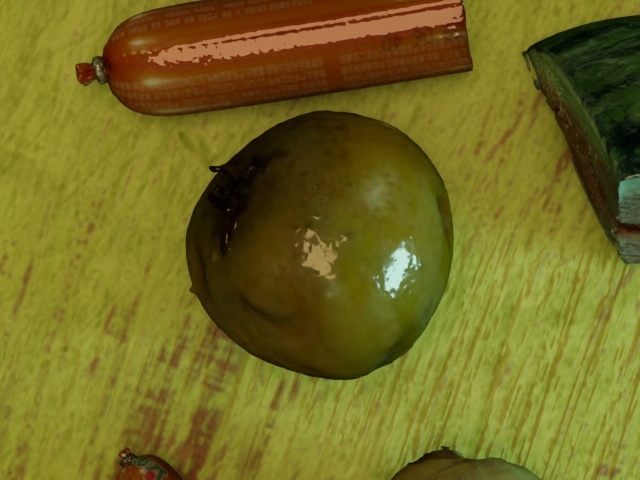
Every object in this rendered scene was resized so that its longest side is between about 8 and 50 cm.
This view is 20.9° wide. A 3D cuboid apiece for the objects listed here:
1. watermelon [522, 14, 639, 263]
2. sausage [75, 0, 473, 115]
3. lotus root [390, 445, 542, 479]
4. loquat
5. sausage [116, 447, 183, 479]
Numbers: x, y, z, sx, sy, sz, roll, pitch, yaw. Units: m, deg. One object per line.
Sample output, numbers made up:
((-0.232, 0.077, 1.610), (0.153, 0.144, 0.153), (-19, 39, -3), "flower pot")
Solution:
((0.278, -0.056, 1.311), (0.212, 0.262, 0.201), (-5, 115, 0), "watermelon")
((-0.040, -0.154, 1.374), (0.312, 0.093, 0.093), (-8, 87, 4), "sausage")
((0.112, 0.328, 1.305), (0.169, 0.151, 0.343), (2, 86, -32), "lotus root")
((-0.002, -0.002, 1.313), (0.213, 0.213, 0.213), (0, 87, 3), "loquat")
((-0.054, 0.307, 1.372), (0.053, 0.053, 0.348), (-36, 86, 1), "sausage")
